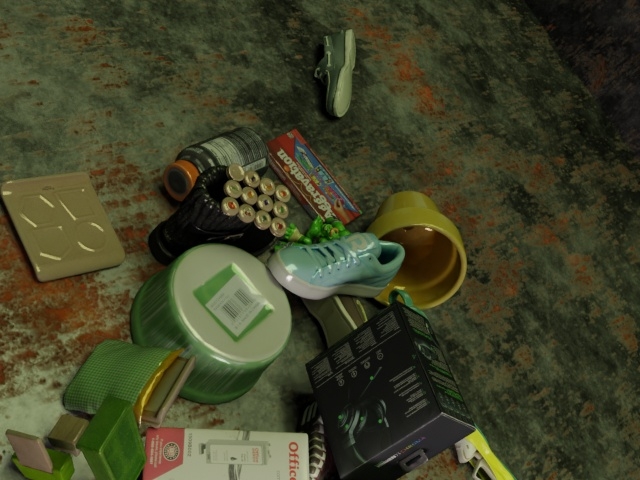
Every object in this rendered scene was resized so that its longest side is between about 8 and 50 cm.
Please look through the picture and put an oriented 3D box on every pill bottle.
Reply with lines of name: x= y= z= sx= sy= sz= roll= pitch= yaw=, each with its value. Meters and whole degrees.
pill bottle: x=-0.236 y=-0.164 z=1.920 sx=0.130 sy=0.130 sz=0.246 roll=53 pitch=42 yaw=6

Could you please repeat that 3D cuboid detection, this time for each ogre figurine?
ogre figurine: x=0.000 y=0.000 z=2.002 sx=0.118 sy=0.096 sz=0.197 roll=24 pitch=17 yaw=35

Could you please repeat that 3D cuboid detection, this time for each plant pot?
plant pot: x=0.220 y=0.005 z=2.106 sx=0.254 sy=0.254 sz=0.239 roll=33 pitch=27 yaw=-16

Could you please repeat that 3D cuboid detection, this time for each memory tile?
memory tile: x=-0.122 y=-0.079 z=1.657 sx=0.148 sy=0.012 sz=0.113 roll=23 pitch=58 yaw=-30

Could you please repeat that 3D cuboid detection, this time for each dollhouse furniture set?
dollhouse furniture set: x=-0.356 y=0.246 z=1.420 sx=0.198 sy=0.151 sz=0.301 roll=10 pitch=44 yaw=17

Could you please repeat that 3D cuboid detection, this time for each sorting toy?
sorting toy: x=-0.500 y=-0.028 z=1.669 sx=0.193 sy=0.038 sz=0.208 roll=-14 pitch=73 yaw=-45

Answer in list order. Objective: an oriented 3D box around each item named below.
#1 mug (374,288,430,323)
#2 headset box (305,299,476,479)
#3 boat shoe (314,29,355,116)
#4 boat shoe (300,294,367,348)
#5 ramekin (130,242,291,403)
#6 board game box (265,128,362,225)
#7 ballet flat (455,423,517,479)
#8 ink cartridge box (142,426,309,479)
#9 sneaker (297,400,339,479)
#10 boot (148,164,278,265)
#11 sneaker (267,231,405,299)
mug: x=0.187 y=0.201 z=1.987 sx=0.129 sy=0.097 sz=0.157 roll=-32 pitch=97 yaw=-35
headset box: x=0.131 y=0.307 z=1.657 sx=0.131 sy=0.246 sz=0.283 roll=32 pitch=27 yaw=-43
boat shoe: x=0.036 y=-0.471 z=2.435 sx=0.099 sy=0.116 sz=0.319 roll=0 pitch=55 yaw=12
boat shoe: x=0.061 y=0.191 z=1.910 sx=0.097 sy=0.116 sz=0.324 roll=-7 pitch=57 yaw=-41
ramekin: x=-0.203 y=0.152 z=1.690 sx=0.303 sy=0.148 sz=0.303 roll=22 pitch=47 yaw=-26
board game box: x=-0.024 y=-0.148 z=2.164 sx=0.281 sy=0.027 sz=0.145 roll=51 pitch=43 yaw=4
ballet flat: x=0.359 y=0.498 z=1.961 sx=0.077 sy=0.077 sz=0.231 roll=-37 pitch=87 yaw=-32
ink cartridge box: x=-0.161 y=0.434 z=1.461 sx=0.283 sy=0.117 sz=0.207 roll=4 pitch=53 yaw=-9
sneaker: x=0.024 y=0.454 z=1.686 sx=0.162 sy=0.106 sz=0.281 roll=36 pitch=42 yaw=-17
boot: x=-0.165 y=-0.057 z=1.797 sx=0.348 sy=0.260 sz=0.131 roll=-17 pitch=72 yaw=-45
sneaker: x=0.043 y=0.032 z=1.835 sx=0.366 sy=0.150 sz=0.135 roll=2 pitch=42 yaw=-51
